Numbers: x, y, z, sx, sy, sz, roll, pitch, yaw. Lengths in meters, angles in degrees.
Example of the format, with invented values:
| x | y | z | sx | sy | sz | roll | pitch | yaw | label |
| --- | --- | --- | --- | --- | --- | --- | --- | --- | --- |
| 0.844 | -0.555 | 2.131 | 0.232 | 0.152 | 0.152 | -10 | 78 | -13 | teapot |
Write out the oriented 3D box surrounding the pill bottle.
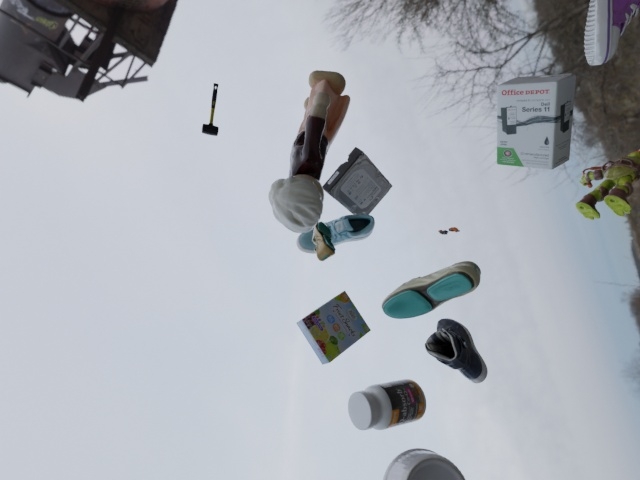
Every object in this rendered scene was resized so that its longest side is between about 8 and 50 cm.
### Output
| x | y | z | sx | sy | sz | roll | pitch | yaw | label |
| --- | --- | --- | --- | --- | --- | --- | --- | --- | --- |
| 0.252 | 0.621 | 1.512 | 0.279 | 0.162 | 0.161 | 5 | -106 | -35 | pill bottle |

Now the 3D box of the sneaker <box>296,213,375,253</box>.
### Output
| x | y | z | sx | sy | sz | roll | pitch | yaw | label |
| --- | --- | --- | --- | --- | --- | --- | --- | --- | --- |
| 0.070 | -0.051 | 1.768 | 0.367 | 0.150 | 0.135 | -17 | -111 | -16 | sneaker |

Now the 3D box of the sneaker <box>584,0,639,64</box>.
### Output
| x | y | z | sx | sy | sz | roll | pitch | yaw | label |
| --- | --- | --- | --- | --- | --- | --- | --- | --- | --- |
| 0.606 | -0.473 | 0.758 | 0.102 | 0.161 | 0.281 | 21 | -100 | -67 | sneaker |

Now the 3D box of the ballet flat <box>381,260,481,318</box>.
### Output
| x | y | z | sx | sy | sz | roll | pitch | yaw | label |
| --- | --- | --- | --- | --- | --- | --- | --- | --- | --- |
| 0.242 | 0.107 | 0.882 | 0.086 | 0.249 | 0.086 | 21 | -125 | -33 | ballet flat |

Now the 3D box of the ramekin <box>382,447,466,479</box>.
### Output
| x | y | z | sx | sy | sz | roll | pitch | yaw | label |
| --- | --- | --- | --- | --- | --- | --- | --- | --- | --- |
| 0.341 | 0.798 | 1.252 | 0.273 | 0.127 | 0.272 | 5 | -120 | -10 | ramekin |

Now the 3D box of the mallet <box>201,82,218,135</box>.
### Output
| x | y | z | sx | sy | sz | roll | pitch | yaw | label |
| --- | --- | --- | --- | --- | --- | --- | --- | --- | --- |
| -0.412 | -0.489 | 1.495 | 0.063 | 0.039 | 0.189 | -1 | -72 | -17 | mallet |

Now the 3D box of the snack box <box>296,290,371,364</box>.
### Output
| x | y | z | sx | sy | sz | roll | pitch | yaw | label |
| --- | --- | --- | --- | --- | --- | --- | --- | --- | --- |
| 0.048 | 0.305 | 1.416 | 0.207 | 0.070 | 0.174 | -30 | -97 | -32 | snack box |

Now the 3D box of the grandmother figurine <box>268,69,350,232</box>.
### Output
| x | y | z | sx | sy | sz | roll | pitch | yaw | label |
| --- | --- | --- | --- | --- | --- | --- | --- | --- | --- |
| -0.014 | -0.163 | 0.708 | 0.207 | 0.104 | 0.342 | 94 | -175 | -56 | grandmother figurine |

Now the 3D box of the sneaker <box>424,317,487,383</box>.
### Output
| x | y | z | sx | sy | sz | roll | pitch | yaw | label |
| --- | --- | --- | --- | --- | --- | --- | --- | --- | --- |
| 0.343 | 0.265 | 1.090 | 0.164 | 0.086 | 0.226 | 33 | -164 | -23 | sneaker |

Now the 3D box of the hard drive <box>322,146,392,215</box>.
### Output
| x | y | z | sx | sy | sz | roll | pitch | yaw | label |
| --- | --- | --- | --- | --- | --- | --- | --- | --- | --- |
| 0.180 | -0.247 | 1.847 | 0.064 | 0.237 | 0.339 | 45 | -173 | 37 | hard drive |

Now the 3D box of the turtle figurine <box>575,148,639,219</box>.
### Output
| x | y | z | sx | sy | sz | roll | pitch | yaw | label |
| --- | --- | --- | --- | --- | --- | --- | --- | --- | --- |
| 0.700 | -0.145 | 0.910 | 0.217 | 0.270 | 0.087 | -44 | -67 | -20 | turtle figurine |

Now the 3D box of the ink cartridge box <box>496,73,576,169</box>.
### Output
| x | y | z | sx | sy | sz | roll | pitch | yaw | label |
| --- | --- | --- | --- | --- | --- | --- | --- | --- | --- |
| 0.528 | -0.294 | 0.994 | 0.087 | 0.153 | 0.208 | -26 | -62 | -28 | ink cartridge box |

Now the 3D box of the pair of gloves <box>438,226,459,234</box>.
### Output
| x | y | z | sx | sy | sz | roll | pitch | yaw | label |
| --- | --- | --- | --- | --- | --- | --- | --- | --- | --- |
| 0.578 | -0.044 | 1.806 | 0.074 | 0.084 | 0.010 | -110 | 5 | -74 | pair of gloves |

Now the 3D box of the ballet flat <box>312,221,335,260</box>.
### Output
| x | y | z | sx | sy | sz | roll | pitch | yaw | label |
| --- | --- | --- | --- | --- | --- | --- | --- | --- | --- |
| 0.000 | 0.000 | 1.454 | 0.080 | 0.073 | 0.232 | 39 | -165 | -20 | ballet flat |
